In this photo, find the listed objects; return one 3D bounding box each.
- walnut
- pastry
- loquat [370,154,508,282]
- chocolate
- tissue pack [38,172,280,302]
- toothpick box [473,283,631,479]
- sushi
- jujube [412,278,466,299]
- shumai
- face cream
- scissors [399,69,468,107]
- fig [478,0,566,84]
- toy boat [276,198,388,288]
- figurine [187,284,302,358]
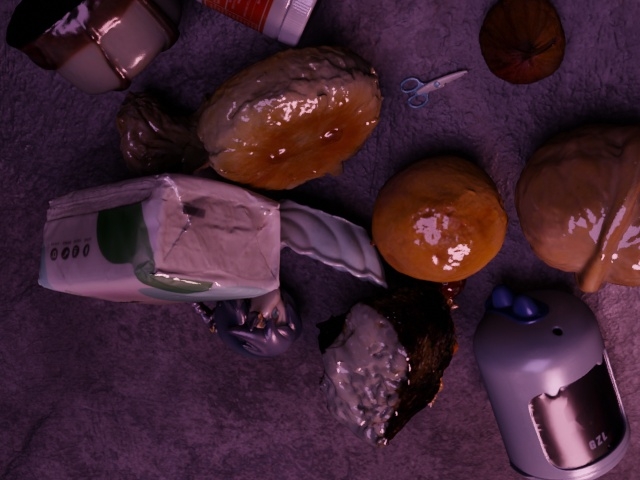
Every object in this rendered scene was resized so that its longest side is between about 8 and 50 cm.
[{"bbox_3d":[0.463,-0.055,1.478,0.296,0.285,0.285,17,123,10],"label":"walnut"},{"bbox_3d":[-0.044,-0.203,1.496,0.330,0.330,0.136,-37,67,29],"label":"pastry"},{"bbox_3d":[0.205,-0.036,1.586,0.238,0.193,0.238,6,129,8],"label":"loquat"},{"bbox_3d":[-0.352,-0.354,1.499,0.284,0.283,0.186,-22,132,23],"label":"chocolate"},{"bbox_3d":[-0.274,0.008,1.563,0.357,0.266,0.193,-7,77,44],"label":"tissue pack"},{"bbox_3d":[0.410,0.243,1.696,0.263,0.263,0.354,-13,116,20],"label":"toothpick box"},{"bbox_3d":[0.121,0.214,1.730,0.234,0.208,0.348,44,140,24],"label":"sushi"},{"bbox_3d":[0.215,0.090,1.733,0.077,0.077,0.129,39,132,-12],"label":"jujube"},{"bbox_3d":[-0.257,-0.181,1.630,0.176,0.166,0.206,-14,142,10],"label":"shumai"},{"bbox_3d":[-0.079,-0.426,1.410,0.187,0.201,0.201,26,123,-4],"label":"face cream"},{"bbox_3d":[0.194,-0.266,1.555,0.119,0.014,0.058,-21,115,27],"label":"scissors"},{"bbox_3d":[0.319,-0.292,1.406,0.134,0.201,0.146,-32,116,17],"label":"fig"},{"bbox_3d":[0.000,0.000,1.682,0.290,0.199,0.100,20,86,5],"label":"toy boat"},{"bbox_3d":[-0.146,0.112,1.763,0.197,0.175,0.265,-10,120,49],"label":"figurine"}]
